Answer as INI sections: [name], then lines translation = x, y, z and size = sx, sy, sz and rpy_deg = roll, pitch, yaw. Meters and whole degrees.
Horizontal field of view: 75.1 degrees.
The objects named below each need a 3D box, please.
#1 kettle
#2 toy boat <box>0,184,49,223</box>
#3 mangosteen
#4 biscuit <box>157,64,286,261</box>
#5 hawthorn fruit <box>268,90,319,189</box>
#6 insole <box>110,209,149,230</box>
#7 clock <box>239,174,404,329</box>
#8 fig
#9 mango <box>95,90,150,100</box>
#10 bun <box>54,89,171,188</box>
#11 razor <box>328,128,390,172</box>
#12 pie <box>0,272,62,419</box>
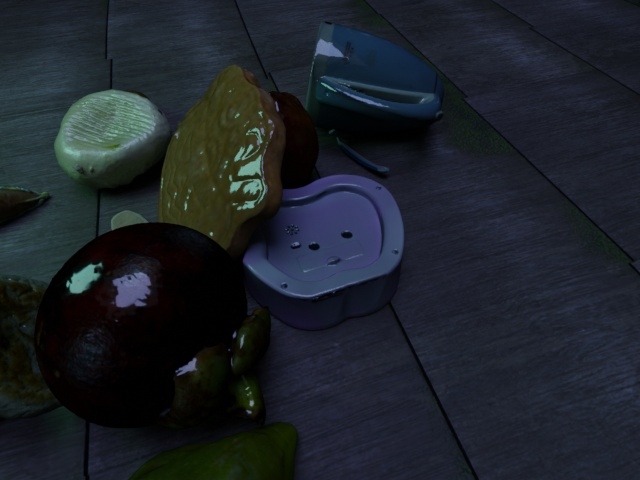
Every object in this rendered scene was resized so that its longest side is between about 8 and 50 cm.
[kettle]
translation = 0.140, -0.363, 1.028
size = 0.343, 0.246, 0.319
rpy_deg = 11, 37, -4
[toy boat]
translation = -0.760, -0.070, 0.895
size = 0.293, 0.108, 0.099
rpy_deg = -11, 18, -15
[mangosteen]
translation = -0.227, 0.124, 0.594
size = 0.312, 0.311, 0.311
rpy_deg = -1, 49, 1
[biscuit]
translation = -0.211, -0.129, 0.795
size = 0.062, 0.365, 0.384
rpy_deg = 17, 43, -46
[hawthorn fruit]
translation = -0.108, -0.223, 0.908
size = 0.208, 0.248, 0.207
rpy_deg = 0, 53, 0
[insole]
translation = -0.368, 0.009, 0.869
size = 0.081, 0.011, 0.248
rpy_deg = -37, 58, -27
[clock]
translation = 0.000, 0.000, 0.809
size = 0.339, 0.102, 0.338
rpy_deg = -1, 49, 1
[fig]
translation = -0.105, 0.315, 0.510
size = 0.206, 0.205, 0.275
rpy_deg = 29, 33, 24
[mango]
translation = -0.554, -0.359, 1.139
size = 0.228, 0.099, 0.136
rpy_deg = 19, 56, 27
[bun]
translation = -0.491, -0.232, 0.990
size = 0.260, 0.160, 0.259
rpy_deg = 2, 64, -5
[razor]
translation = 0.096, -0.214, 1.035
size = 0.068, 0.037, 0.191
rpy_deg = 0, 39, -49
[pie]
translation = -0.430, 0.146, 0.622
size = 0.054, 0.240, 0.240
rpy_deg = -28, 49, 13
